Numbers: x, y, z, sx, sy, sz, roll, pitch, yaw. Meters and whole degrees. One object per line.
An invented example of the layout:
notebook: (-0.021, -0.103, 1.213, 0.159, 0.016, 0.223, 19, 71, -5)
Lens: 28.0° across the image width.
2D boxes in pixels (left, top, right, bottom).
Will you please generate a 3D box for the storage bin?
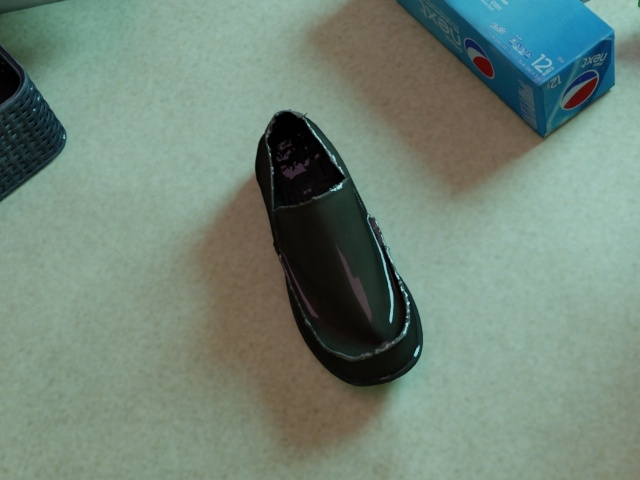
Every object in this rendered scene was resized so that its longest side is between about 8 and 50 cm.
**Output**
storage bin: (-0.304, -0.077, 0.986, 0.180, 0.084, 0.122, -39, 60, -10)

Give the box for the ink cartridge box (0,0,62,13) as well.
ink cartridge box: (-0.279, -0.323, 1.016, 0.201, 0.117, 0.278, -7, 89, 22)

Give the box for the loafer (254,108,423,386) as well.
loafer: (0.000, 0.000, 0.872, 0.080, 0.078, 0.220, -26, 59, -2)

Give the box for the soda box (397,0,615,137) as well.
soda box: (0.122, -0.175, 0.948, 0.071, 0.067, 0.210, -36, 60, -8)

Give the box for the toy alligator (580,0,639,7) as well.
toy alligator: (0.273, -0.175, 0.925, 0.189, 0.056, 0.051, 12, 23, 21)
